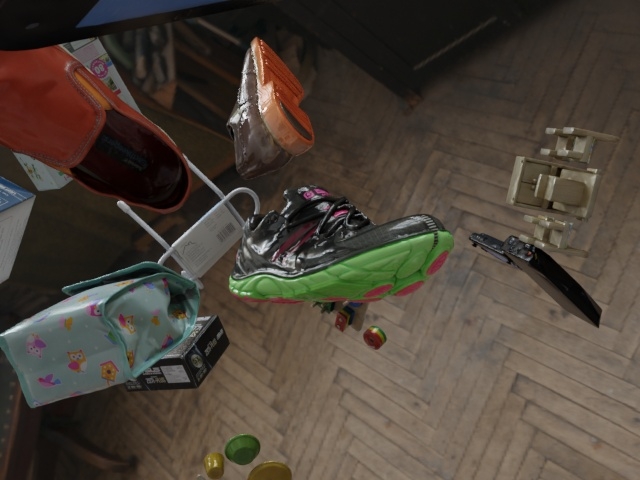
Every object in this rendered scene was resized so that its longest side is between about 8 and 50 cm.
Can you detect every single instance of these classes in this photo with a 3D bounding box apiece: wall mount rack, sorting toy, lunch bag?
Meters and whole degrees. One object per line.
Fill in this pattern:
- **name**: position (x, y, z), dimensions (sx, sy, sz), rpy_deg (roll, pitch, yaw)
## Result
- **wall mount rack**: position (-0.343, -0.049, 1.804), dimensions (0.350, 0.304, 0.130), rpy_deg (-45, 31, -18)
- **sorting toy**: position (0.026, 0.116, 1.427), dimensions (0.274, 0.046, 0.132), rpy_deg (36, 141, 22)
- **lunch bag**: position (-0.347, 0.138, 1.131), dimensions (0.223, 0.262, 0.160), rpy_deg (-17, 101, 22)

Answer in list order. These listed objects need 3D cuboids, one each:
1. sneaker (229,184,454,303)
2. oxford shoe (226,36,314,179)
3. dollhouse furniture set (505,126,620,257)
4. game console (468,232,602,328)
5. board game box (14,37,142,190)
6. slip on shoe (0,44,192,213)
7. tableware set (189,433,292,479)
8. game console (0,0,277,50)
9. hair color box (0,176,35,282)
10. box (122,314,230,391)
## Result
- **sneaker**: position (0.000, 0.000, 1.118), dimensions (0.482, 0.185, 0.203), rpy_deg (-7, 79, 47)
- **oxford shoe**: position (-0.109, -0.236, 1.163), dimensions (0.132, 0.130, 0.364), rpy_deg (-37, 32, 18)
- **dollhouse furniture set**: position (0.470, -0.089, 1.263), dimensions (0.242, 0.160, 0.212), rpy_deg (-113, 34, -80)
- **game console**: position (0.430, 0.058, 1.425), dimensions (0.044, 0.213, 0.361), rpy_deg (-49, 18, 1)
- **board game box**: position (-0.475, -0.273, 1.197), dimensions (0.097, 0.304, 0.224), rpy_deg (0, 35, 44)
- **slip on shoe**: position (-0.256, -0.121, 0.673), dimensions (0.101, 0.331, 0.123), rpy_deg (31, 88, 47)
- **tableware set**: position (-0.071, 0.273, 0.729), dimensions (0.104, 0.154, 0.024), rpy_deg (-36, 26, 3)
- **game console**: position (-0.017, -0.238, 0.457), dimensions (0.341, 0.386, 0.060), rpy_deg (-13, 104, 43)
- **hair color box**: position (-0.561, 0.031, 0.952), dimensions (0.105, 0.347, 0.174), rpy_deg (28, 112, 0)
- **box**: position (-0.299, 0.227, 1.375), dimensions (0.180, 0.078, 0.147), rpy_deg (-8, 24, 26)
